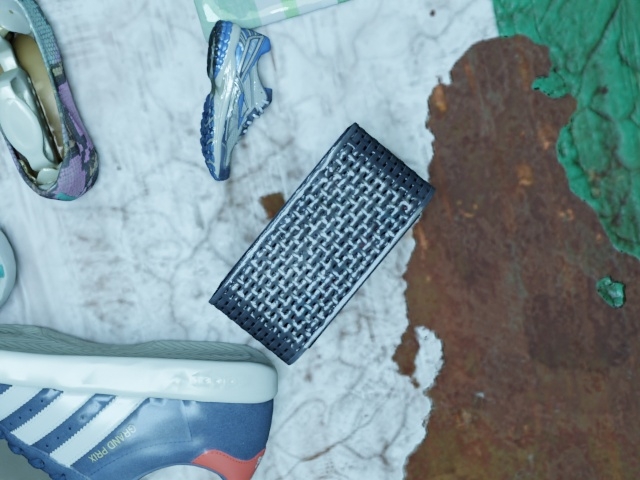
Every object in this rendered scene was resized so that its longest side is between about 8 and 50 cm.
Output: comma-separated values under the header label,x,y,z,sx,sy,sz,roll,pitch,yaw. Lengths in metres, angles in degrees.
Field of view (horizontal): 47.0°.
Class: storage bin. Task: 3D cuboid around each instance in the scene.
label,x,y,z,sx,sy,sz,roll,pitch,yaw
storage bin,0.000,0.000,0.607,0.084,0.122,0.180,38,94,-5

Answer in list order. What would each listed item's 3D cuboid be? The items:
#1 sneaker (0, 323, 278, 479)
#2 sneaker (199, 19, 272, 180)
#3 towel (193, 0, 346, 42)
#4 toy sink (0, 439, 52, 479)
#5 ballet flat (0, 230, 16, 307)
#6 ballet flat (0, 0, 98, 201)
label,x,y,z,sx,sy,sz,roll,pitch,yaw
sneaker,-0.215,0.155,0.612,0.350,0.131,0.148,6,92,-3
sneaker,-0.068,-0.115,0.628,0.058,0.052,0.135,3,108,-20
towel,0.022,-0.333,0.615,0.325,0.038,0.247,-16,97,0
toy sink,-0.291,0.259,0.622,0.234,0.131,0.152,32,95,-5
ballet flat,-0.462,0.035,0.593,0.401,0.139,0.139,-4,96,-1
ballet flat,-0.252,-0.135,0.606,0.077,0.079,0.221,-22,96,1
